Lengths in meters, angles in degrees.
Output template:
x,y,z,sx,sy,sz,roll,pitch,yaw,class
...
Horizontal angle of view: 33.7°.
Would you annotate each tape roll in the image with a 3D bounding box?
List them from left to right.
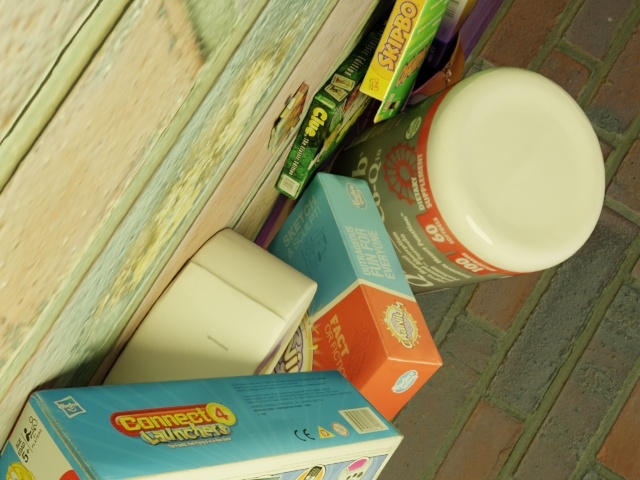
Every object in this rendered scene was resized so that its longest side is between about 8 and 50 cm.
x,y,z,sx,sy,sz,roll,pitch,yaw,class
-0.116,0.132,0.960,0.286,0.100,0.286,-57,176,-7,tape roll

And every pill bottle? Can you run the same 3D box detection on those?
x,y,z,sx,sy,sz,roll,pitch,yaw,class
0.127,-0.047,1.193,0.210,0.210,0.363,-57,-164,-23,pill bottle

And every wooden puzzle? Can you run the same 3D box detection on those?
x,y,z,sx,sy,sz,roll,pitch,yaw,class
-0.028,-0.104,0.904,0.049,0.006,0.083,-56,176,-23,wooden puzzle

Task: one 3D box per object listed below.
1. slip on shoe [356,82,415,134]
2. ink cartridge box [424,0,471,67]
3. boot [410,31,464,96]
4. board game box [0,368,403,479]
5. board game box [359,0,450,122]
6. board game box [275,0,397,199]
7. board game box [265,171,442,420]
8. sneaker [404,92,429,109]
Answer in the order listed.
x,y,z,sx,sy,sz,roll,pitch,yaw,class
0.091,-0.187,1.423,0.041,0.051,0.135,89,25,-71,slip on shoe
0.213,-0.387,1.278,0.307,0.072,0.303,-56,175,-6,ink cartridge box
0.117,-0.181,1.567,0.295,0.104,0.211,-59,169,-3,boot
-0.125,0.243,0.779,0.308,0.086,0.302,5,121,-51,board game box
0.106,-0.241,1.037,0.124,0.039,0.259,-32,144,-71,board game box
0.039,-0.164,1.118,0.260,0.030,0.136,-54,176,-42,board game box
-0.019,0.123,1.114,0.316,0.064,0.242,-55,-140,35,board game box
0.115,-0.075,1.488,0.163,0.086,0.226,-52,146,-24,sneaker
